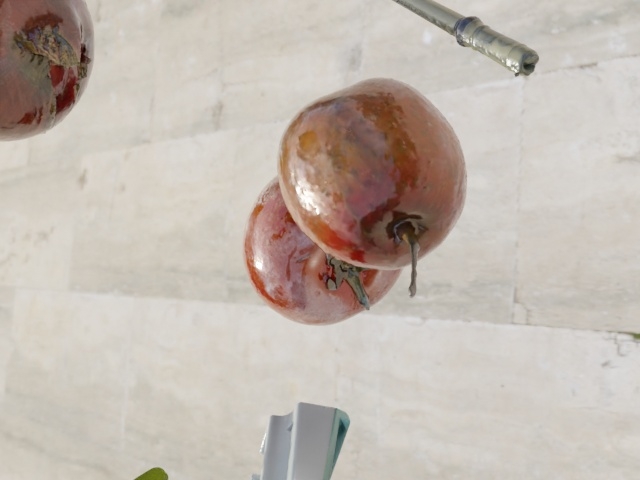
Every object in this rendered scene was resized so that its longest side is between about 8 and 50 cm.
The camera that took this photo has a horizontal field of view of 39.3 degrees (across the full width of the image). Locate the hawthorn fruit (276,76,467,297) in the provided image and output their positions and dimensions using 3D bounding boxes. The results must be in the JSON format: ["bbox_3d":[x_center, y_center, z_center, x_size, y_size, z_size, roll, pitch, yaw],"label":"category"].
[{"bbox_3d":[0.076,-0.072,1.126,0.263,0.235,0.231,54,155,3],"label":"hawthorn fruit"}]

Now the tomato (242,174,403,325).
[{"bbox_3d":[0.000,0.000,1.436,0.227,0.270,0.270,43,115,51],"label":"tomato"}]

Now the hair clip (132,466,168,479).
[{"bbox_3d":[-0.284,0.388,1.257,0.060,0.188,0.033,33,145,21],"label":"hair clip"}]

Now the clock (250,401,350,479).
[{"bbox_3d":[-0.054,0.385,1.239,0.231,0.116,0.262,-74,0,-64],"label":"clock"}]

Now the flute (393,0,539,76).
[{"bbox_3d":[0.096,-0.188,0.742,0.233,0.027,0.027,44,115,44],"label":"flute"}]

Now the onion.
[{"bbox_3d":[-0.361,-0.232,1.024,0.161,0.248,0.248,-22,68,42],"label":"onion"}]
